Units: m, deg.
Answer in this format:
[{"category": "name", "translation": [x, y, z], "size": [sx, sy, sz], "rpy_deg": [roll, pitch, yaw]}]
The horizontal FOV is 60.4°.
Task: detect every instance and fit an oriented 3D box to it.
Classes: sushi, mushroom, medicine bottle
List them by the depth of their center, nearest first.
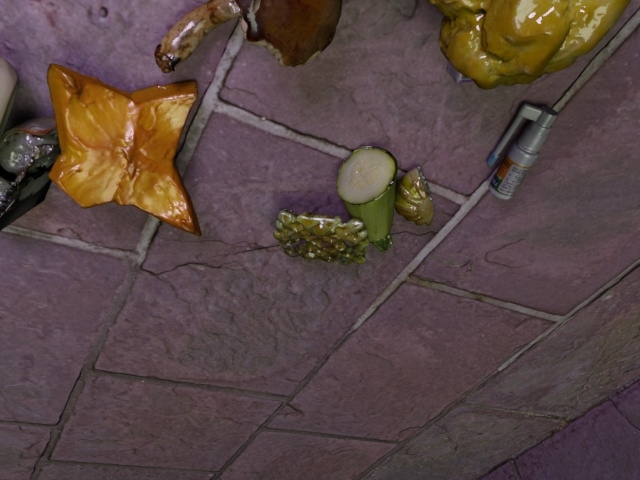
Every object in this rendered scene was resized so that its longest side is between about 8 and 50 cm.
[{"category": "mushroom", "translation": [-0.123, -0.384, 0.825], "size": [0.302, 0.232, 0.208], "rpy_deg": [8, 163, 11]}, {"category": "sushi", "translation": [-0.555, -0.147, 0.994], "size": [0.109, 0.134, 0.273], "rpy_deg": [39, 128, -9]}, {"category": "medicine bottle", "translation": [0.429, -0.194, 1.202], "size": [0.092, 0.061, 0.220], "rpy_deg": [18, 131, -3]}]

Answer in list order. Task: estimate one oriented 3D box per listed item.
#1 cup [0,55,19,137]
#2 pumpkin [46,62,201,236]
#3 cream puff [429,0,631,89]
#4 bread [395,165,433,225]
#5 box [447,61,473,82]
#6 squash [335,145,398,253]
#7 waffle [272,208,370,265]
[{"category": "cup", "translation": [-0.614, -0.202, 0.862], "size": [0.202, 0.173, 0.255], "rpy_deg": [20, 118, -28]}, {"category": "pumpkin", "translation": [-0.337, -0.148, 0.970], "size": [0.259, 0.095, 0.290], "rpy_deg": [-3, 109, -30]}, {"category": "cream puff", "translation": [0.261, -0.398, 0.776], "size": [0.257, 0.291, 0.324], "rpy_deg": [22, 116, -23]}, {"category": "bread", "translation": [0.209, -0.094, 1.247], "size": [0.095, 0.083, 0.157], "rpy_deg": [1, 138, 3]}, {"category": "box", "translation": [0.267, -0.351, 1.004], "size": [0.036, 0.050, 0.117], "rpy_deg": [-11, 136, -12]}, {"category": "squash", "translation": [0.102, -0.067, 1.226], "size": [0.137, 0.137, 0.287], "rpy_deg": [-10, 145, -2]}, {"category": "waffle", "translation": [0.000, 0.003, 1.253], "size": [0.224, 0.054, 0.204], "rpy_deg": [8, 156, 7]}]
